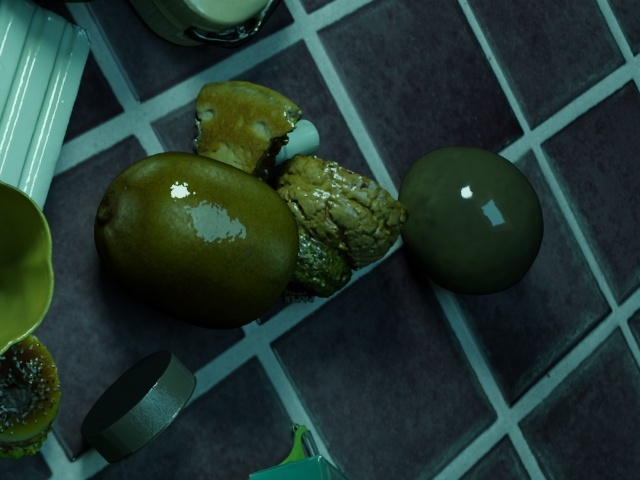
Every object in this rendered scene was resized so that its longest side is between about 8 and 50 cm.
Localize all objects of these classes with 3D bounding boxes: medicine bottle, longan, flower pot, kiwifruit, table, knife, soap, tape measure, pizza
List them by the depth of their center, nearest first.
[{"bbox_3d":[-0.385,0.028,1.328,0.195,0.179,0.195,3,85,-36],"label":"flower pot"},{"bbox_3d":[-0.354,-0.145,1.462,0.150,0.094,0.261,29,62,-35],"label":"soap"},{"bbox_3d":[-0.199,0.180,1.473,0.043,0.133,0.133,49,55,-17],"label":"table"},{"bbox_3d":[-0.143,-0.003,1.524,0.234,0.196,0.196,19,68,-26],"label":"kiwifruit"},{"bbox_3d":[-0.062,0.283,1.629,0.166,0.022,0.078,-25,90,-40],"label":"knife"},{"bbox_3d":[-0.092,-0.095,1.651,0.069,0.154,0.194,-2,107,-58],"label":"pizza"},{"bbox_3d":[-0.121,-0.374,1.671,0.231,0.133,0.271,53,51,-15],"label":"tape measure"},{"bbox_3d":[-0.044,-0.122,1.721,0.083,0.047,0.047,-25,95,-38],"label":"medicine bottle"},{"bbox_3d":[0.204,-0.023,1.803,0.220,0.196,0.196,56,52,-28],"label":"longan"}]

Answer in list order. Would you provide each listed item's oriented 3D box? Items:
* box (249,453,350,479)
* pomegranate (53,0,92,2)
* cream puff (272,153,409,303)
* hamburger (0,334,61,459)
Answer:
[{"bbox_3d":[0.002,0.383,1.527,0.153,0.092,0.245,57,20,-62],"label":"box"},{"bbox_3d":[-0.295,-0.382,1.462,0.242,0.306,0.242,-25,121,-52],"label":"pomegranate"},{"bbox_3d":[0.000,0.000,1.669,0.183,0.183,0.169,30,81,-29],"label":"cream puff"},{"bbox_3d":[-0.331,0.158,1.408,0.126,0.081,0.141,8,74,-37],"label":"hamburger"}]
